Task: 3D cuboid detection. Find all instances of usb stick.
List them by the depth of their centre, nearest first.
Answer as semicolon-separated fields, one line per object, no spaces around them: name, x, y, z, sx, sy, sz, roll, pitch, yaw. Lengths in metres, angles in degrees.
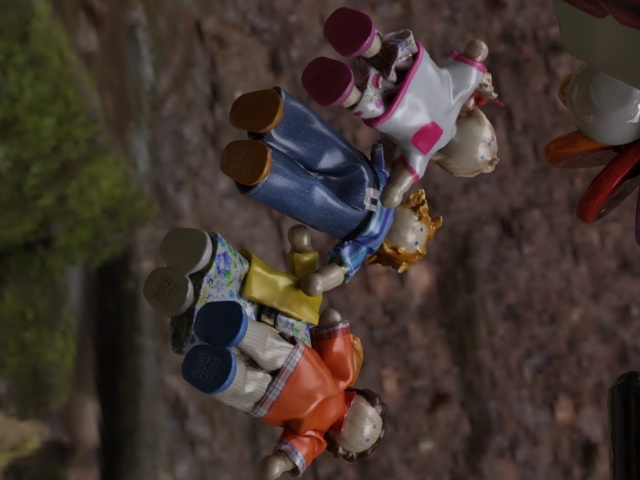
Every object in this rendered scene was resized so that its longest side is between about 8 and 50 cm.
usb stick;0.208;0.224;1.213;0.077;0.045;0.278;84;7;-76

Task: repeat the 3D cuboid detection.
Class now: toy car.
toy car;0.266;-0.064;1.510;0.159;0.182;0.136;36;75;-73

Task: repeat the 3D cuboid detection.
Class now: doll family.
doll family;0.000;0.000;1.027;0.163;0.118;0.263;33;78;-45

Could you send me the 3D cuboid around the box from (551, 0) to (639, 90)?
box;0.162;-0.178;0.760;0.148;0.127;0.232;36;-27;52
